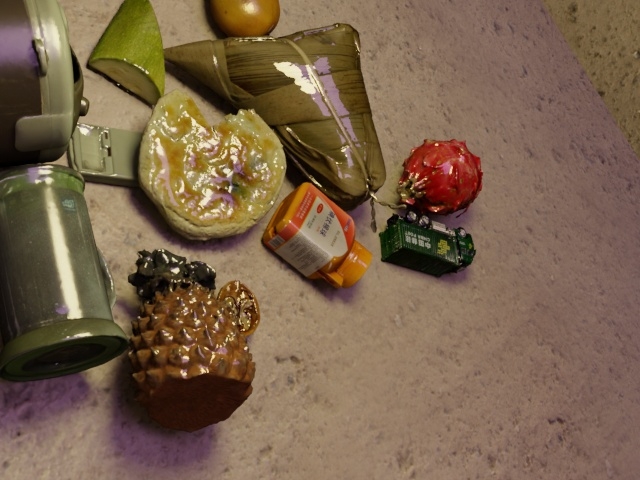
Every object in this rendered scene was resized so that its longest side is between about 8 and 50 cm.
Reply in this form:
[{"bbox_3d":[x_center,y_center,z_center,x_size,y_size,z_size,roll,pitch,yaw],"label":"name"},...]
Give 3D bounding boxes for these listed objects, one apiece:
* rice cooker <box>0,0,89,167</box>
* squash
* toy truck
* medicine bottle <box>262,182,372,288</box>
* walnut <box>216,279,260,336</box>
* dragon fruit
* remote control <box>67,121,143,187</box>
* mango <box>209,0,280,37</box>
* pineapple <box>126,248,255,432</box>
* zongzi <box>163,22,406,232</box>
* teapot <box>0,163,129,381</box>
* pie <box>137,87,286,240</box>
[{"bbox_3d":[-0.554,-0.269,1.272,0.325,0.335,0.335,-12,73,-29],"label":"rice cooker"},{"bbox_3d":[-0.368,-0.430,1.696,0.169,0.093,0.252,31,50,-20],"label":"squash"},{"bbox_3d":[0.270,0.011,1.972,0.259,0.088,0.121,16,56,-31],"label":"toy truck"},{"bbox_3d":[0.000,0.000,1.737,0.222,0.112,0.149,39,47,-15],"label":"medicine bottle"},{"bbox_3d":[-0.170,0.141,1.559,0.091,0.052,0.121,11,57,-33],"label":"walnut"},{"bbox_3d":[0.298,-0.160,2.020,0.268,0.210,0.205,-19,62,-38],"label":"dragon fruit"},{"bbox_3d":[-0.363,-0.161,1.590,0.285,0.038,0.124,3,63,-36],"label":"remote control"},{"bbox_3d":[-0.184,-0.583,1.905,0.175,0.139,0.255,16,50,-40],"label":"mango"},{"bbox_3d":[-0.246,0.140,1.413,0.222,0.223,0.357,12,41,-34],"label":"pineapple"},{"bbox_3d":[-0.093,-0.219,1.789,0.466,0.218,0.500,-12,83,-18],"label":"zongzi"},{"bbox_3d":[-0.437,0.044,1.318,0.270,0.200,0.337,23,45,-64],"label":"teapot"},{"bbox_3d":[-0.215,-0.151,1.609,0.337,0.075,0.338,9,73,-31],"label":"pie"}]
